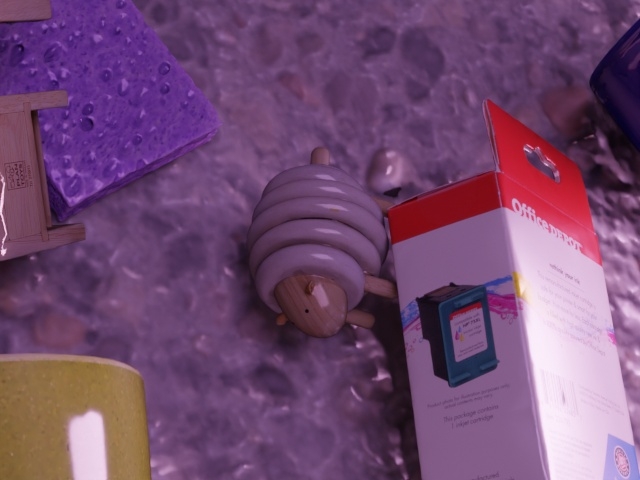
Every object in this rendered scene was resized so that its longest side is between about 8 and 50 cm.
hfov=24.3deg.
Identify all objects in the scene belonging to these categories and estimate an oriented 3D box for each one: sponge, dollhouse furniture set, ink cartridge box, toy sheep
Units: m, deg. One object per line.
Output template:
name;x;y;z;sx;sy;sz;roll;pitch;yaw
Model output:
sponge;-0.166;-0.121;0.881;0.117;0.031;0.210;-34;83;-33
dollhouse furniture set;-0.224;-0.077;0.773;0.129;0.129;0.184;-18;102;-61
ink cartridge box;0.111;0.050;0.864;0.134;0.078;0.231;27;51;-51
toy sheep;0.000;0.000;0.869;0.091;0.091;0.132;15;47;-17

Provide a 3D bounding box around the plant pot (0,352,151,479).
plant pot;-0.176;0.224;0.587;0.275;0.275;0.293;-7;74;-26

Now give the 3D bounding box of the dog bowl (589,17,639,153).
dog bowl;0.307;-0.144;0.962;0.265;0.265;0.104;-33;80;-32
